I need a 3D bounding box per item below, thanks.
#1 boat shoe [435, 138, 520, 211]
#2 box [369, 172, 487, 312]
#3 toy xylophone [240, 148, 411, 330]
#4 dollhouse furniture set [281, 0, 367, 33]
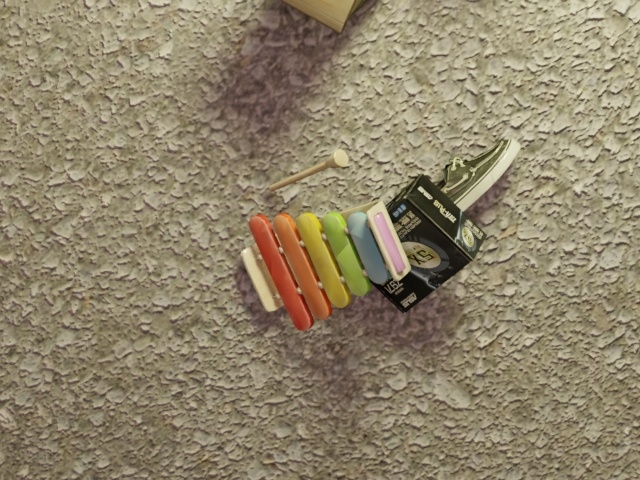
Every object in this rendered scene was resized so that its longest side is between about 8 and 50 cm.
[{"bbox_3d":[0.227,-0.095,1.870,0.219,0.078,0.070,-44,96,8],"label":"boat shoe"},{"bbox_3d":[0.147,0.007,1.845,0.147,0.077,0.180,44,131,-5],"label":"box"},{"bbox_3d":[0.000,0.000,1.826,0.322,0.081,0.236,-28,92,46],"label":"toy xylophone"},{"bbox_3d":[0.067,-0.536,1.631,0.362,0.256,0.394,30,127,6],"label":"dollhouse furniture set"}]
